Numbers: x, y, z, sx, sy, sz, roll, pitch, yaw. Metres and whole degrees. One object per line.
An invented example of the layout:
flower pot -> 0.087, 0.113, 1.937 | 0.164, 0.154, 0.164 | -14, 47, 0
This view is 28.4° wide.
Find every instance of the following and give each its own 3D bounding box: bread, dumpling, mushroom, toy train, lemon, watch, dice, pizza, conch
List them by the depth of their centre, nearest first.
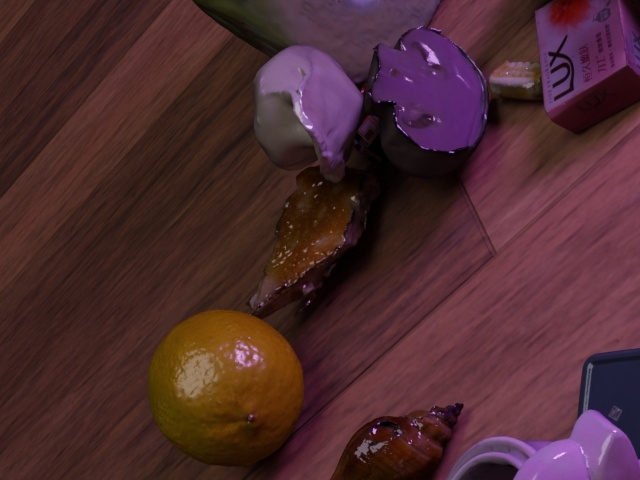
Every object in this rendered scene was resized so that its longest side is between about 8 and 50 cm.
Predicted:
watch -> 0.185, 0.239, 1.034 | 0.217, 0.211, 0.248 | 18, 100, 60
conch -> 0.049, 0.236, 1.297 | 0.233, 0.086, 0.080 | -43, 39, 21
bread -> 0.225, -0.177, 1.410 | 0.088, 0.033, 0.049 | 9, 59, 49
mushroom -> 0.116, -0.143, 1.442 | 0.117, 0.141, 0.188 | 103, 176, -48
lemon -> -0.111, 0.168, 1.466 | 0.178, 0.178, 0.203 | -58, 32, 4
dumpling -> -0.013, -0.145, 1.480 | 0.132, 0.162, 0.250 | -35, 18, 4
pizza -> 0.000, 0.000, 1.539 | 0.147, 0.069, 0.226 | -11, 50, 38
toy train -> 0.086, -0.163, 1.562 | 0.138, 0.050, 0.087 | -52, 41, 10
dice -> -0.005, -0.355, 1.630 | 0.250, 0.254, 0.252 | 30, 90, 52

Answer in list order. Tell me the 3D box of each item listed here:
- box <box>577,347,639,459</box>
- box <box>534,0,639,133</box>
box -> 0.269, 0.157, 1.126 | 0.091, 0.031, 0.126 | -13, 59, 46
box -> 0.287, -0.201, 1.330 | 0.111, 0.060, 0.156 | -31, 44, 38
